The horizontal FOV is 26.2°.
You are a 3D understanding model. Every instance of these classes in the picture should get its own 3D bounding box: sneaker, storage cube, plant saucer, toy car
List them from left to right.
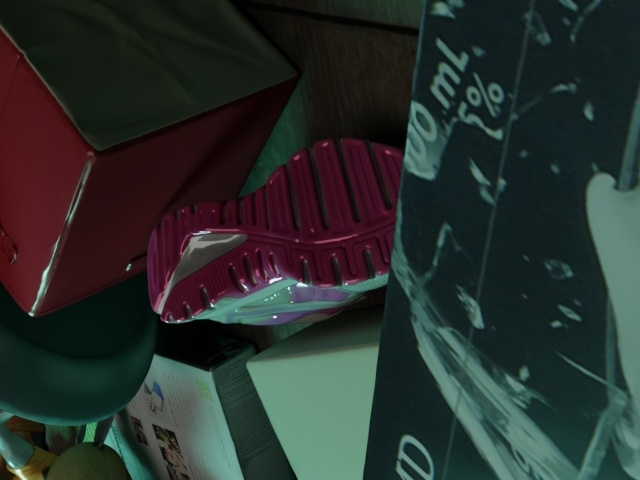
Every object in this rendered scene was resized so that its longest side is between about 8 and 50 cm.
[{"bbox_3d":[-0.242,0.001,1.127,0.044,0.317,0.317,-35,84,25],"label":"plant saucer"},{"bbox_3d":[-0.165,-0.093,1.005,0.183,0.215,0.193,51,139,17],"label":"storage cube"},{"bbox_3d":[-0.202,0.244,1.312,0.155,0.149,0.188,-40,52,53],"label":"toy car"},{"bbox_3d":[0.000,0.000,0.959,0.252,0.111,0.103,-14,73,37],"label":"sneaker"}]

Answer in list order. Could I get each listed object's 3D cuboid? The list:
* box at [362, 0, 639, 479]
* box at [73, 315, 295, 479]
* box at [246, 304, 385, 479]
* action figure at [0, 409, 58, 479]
[{"bbox_3d":[0.281,0.084,0.465,0.472,0.297,0.479,38,140,34],"label":"box"},{"bbox_3d":[-0.146,0.182,1.320,0.322,0.058,0.232,10,122,48],"label":"box"},{"bbox_3d":[0.071,0.102,0.933,0.275,0.094,0.113,-12,104,56],"label":"box"},{"bbox_3d":[-0.347,0.289,1.532,0.341,0.179,0.330,23,120,60],"label":"action figure"}]
